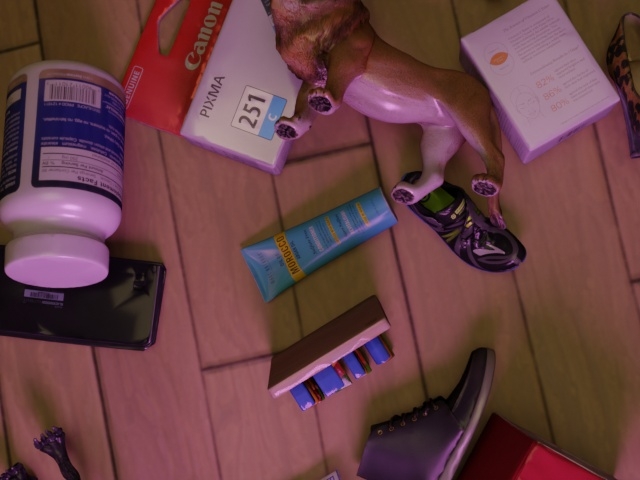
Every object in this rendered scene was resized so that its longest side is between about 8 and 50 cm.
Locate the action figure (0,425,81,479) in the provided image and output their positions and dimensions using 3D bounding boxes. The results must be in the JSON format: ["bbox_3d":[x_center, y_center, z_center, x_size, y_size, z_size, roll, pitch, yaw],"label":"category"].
[{"bbox_3d":[-0.299,0.380,1.177,0.164,0.141,0.275,-40,77,-1],"label":"action figure"}]

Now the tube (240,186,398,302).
[{"bbox_3d":[0.000,0.000,1.235,0.207,0.052,0.080,-28,71,9],"label":"tube"}]

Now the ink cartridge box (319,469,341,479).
[{"bbox_3d":[-0.035,0.406,1.126,0.208,0.045,0.206,-30,36,5],"label":"ink cartridge box"}]

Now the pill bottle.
[{"bbox_3d":[-0.330,-0.082,1.201,0.153,0.153,0.264,-4,70,6],"label":"pill bottle"}]

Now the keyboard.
[{"bbox_3d":[-0.365,0.036,1.280,0.317,0.033,0.201,6,85,7],"label":"keyboard"}]

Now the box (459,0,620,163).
[{"bbox_3d":[0.275,-0.208,1.200,0.130,0.091,0.170,-30,81,3],"label":"box"}]

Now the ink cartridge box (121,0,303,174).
[{"bbox_3d":[-0.124,-0.270,1.269,0.261,0.066,0.296,20,86,8],"label":"ink cartridge box"}]

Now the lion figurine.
[{"bbox_3d":[0.092,-0.191,1.162,0.392,0.142,0.240,32,52,-14],"label":"lion figurine"}]

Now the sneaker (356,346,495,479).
[{"bbox_3d":[0.132,0.220,1.171,0.118,0.083,0.222,24,88,9],"label":"sneaker"}]

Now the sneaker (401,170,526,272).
[{"bbox_3d":[0.176,-0.023,1.197,0.188,0.078,0.067,39,89,9],"label":"sneaker"}]

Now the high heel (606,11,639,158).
[{"bbox_3d":[0.403,-0.208,1.101,0.093,0.261,0.186,-7,85,-3],"label":"high heel"}]

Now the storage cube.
[{"bbox_3d":[0.252,0.336,1.074,0.184,0.215,0.193,29,87,-2],"label":"storage cube"}]

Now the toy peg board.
[{"bbox_3d":[0.025,0.153,1.161,0.161,0.160,0.079,-32,96,2],"label":"toy peg board"}]
